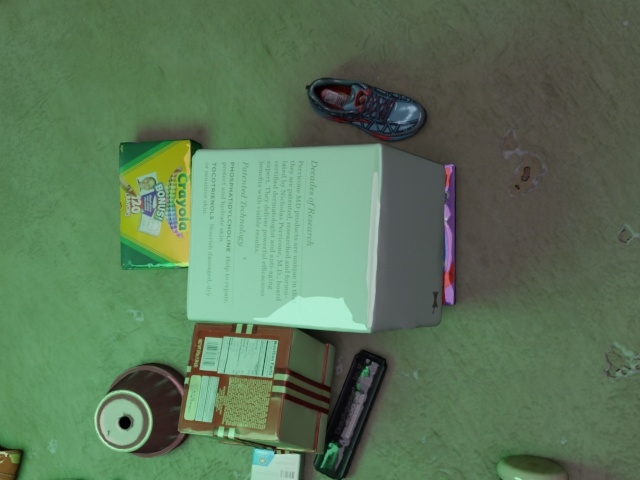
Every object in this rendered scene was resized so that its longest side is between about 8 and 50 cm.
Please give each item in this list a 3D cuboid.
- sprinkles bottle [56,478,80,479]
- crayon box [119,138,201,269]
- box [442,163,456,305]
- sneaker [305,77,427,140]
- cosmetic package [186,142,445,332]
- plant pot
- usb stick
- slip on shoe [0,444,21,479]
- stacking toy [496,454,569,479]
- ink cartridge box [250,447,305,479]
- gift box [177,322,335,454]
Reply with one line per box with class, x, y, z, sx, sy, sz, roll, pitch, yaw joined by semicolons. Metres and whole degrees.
sprinkles bottle;-0.564;0.711;1.911;0.121;0.121;0.355;-6;87;10
crayon box;-0.347;-0.076;1.917;0.165;0.081;0.278;-2;88;10
box;0.182;-0.011;1.832;0.200;0.057;0.293;0;88;12
sneaker;0.090;-0.275;1.822;0.261;0.125;0.104;13;91;10
cosmetic package;0.000;0.000;1.680;0.393;0.329;0.327;1;88;28
plant pot;-0.385;0.369;1.860;0.201;0.180;0.201;0;87;10
usb stick;0.063;0.370;1.848;0.077;0.045;0.278;21;92;17
slip on shoe;-0.822;0.445;1.974;0.331;0.123;0.101;27;81;6
stacking toy;0.406;0.606;1.739;0.141;0.141;0.330;6;93;10
ink cartridge box;-0.095;0.532;1.862;0.104;0.060;0.180;6;89;10
gift box;-0.131;0.289;1.766;0.276;0.258;0.255;5;74;25
